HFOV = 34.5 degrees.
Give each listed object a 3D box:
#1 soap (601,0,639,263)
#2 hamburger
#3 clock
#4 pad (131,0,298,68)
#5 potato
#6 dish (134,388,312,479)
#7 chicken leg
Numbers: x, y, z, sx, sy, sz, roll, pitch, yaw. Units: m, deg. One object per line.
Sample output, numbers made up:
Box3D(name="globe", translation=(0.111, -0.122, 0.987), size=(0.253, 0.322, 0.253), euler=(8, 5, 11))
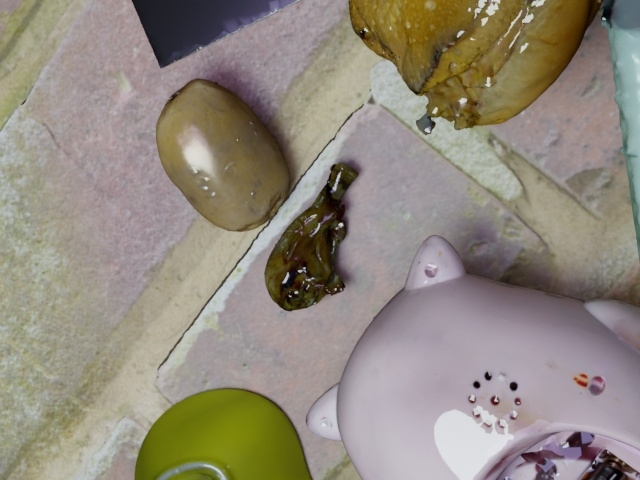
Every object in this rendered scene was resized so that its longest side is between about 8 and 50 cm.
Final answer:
Box3D(name="soap", translation=(0.354, -0.051, 0.839), size=(0.156, 0.261, 0.446), euler=(-7, 95, 34))
Box3D(name="hamburger", translation=(0.145, -0.261, 0.947), size=(0.170, 0.290, 0.314), euler=(8, 118, -22))
Box3D(name="clock", translation=(0.192, 0.203, 1.026), size=(0.377, 0.250, 0.368), euler=(35, 106, 7))
Box3D(name="pad", translation=(-0.108, -0.316, 1.150), size=(0.246, 0.006, 0.170), euler=(-23, 92, 17))
Box3D(name="potato", translation=(-0.109, -0.090, 1.137), size=(0.109, 0.118, 0.178), euler=(-18, 111, 52))
Box3D(name="dish", translation=(-0.118, 0.316, 1.208), size=(0.221, 0.108, 0.262), euler=(-28, 91, 19))
Box3D(name="chicken leg", translation=(0.000, 0.000, 1.148), size=(0.093, 0.070, 0.178), euler=(24, 95, 11))
